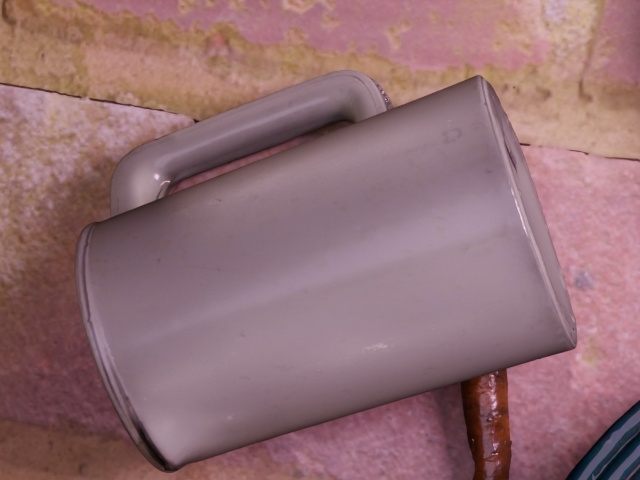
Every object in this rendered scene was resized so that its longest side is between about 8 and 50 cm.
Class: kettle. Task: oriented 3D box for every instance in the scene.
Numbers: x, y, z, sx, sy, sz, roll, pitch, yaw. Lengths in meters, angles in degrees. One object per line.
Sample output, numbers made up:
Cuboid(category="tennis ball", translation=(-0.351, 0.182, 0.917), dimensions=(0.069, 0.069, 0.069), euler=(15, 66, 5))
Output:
Cuboid(category="kettle", translation=(-0.003, 0.002, 1.362), dimensions=(0.318, 0.205, 0.265), euler=(-20, 81, 11))

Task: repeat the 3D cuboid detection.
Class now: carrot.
Cuboid(category="carrot", translation=(0.124, 0.158, 1.396), dimensions=(0.035, 0.035, 0.165), euler=(-5, 83, 11))

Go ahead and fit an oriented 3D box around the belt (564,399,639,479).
Cuboid(category="belt", translation=(0.284, 0.262, 1.276), dimensions=(0.300, 0.173, 0.437), euler=(30, 90, 16))
